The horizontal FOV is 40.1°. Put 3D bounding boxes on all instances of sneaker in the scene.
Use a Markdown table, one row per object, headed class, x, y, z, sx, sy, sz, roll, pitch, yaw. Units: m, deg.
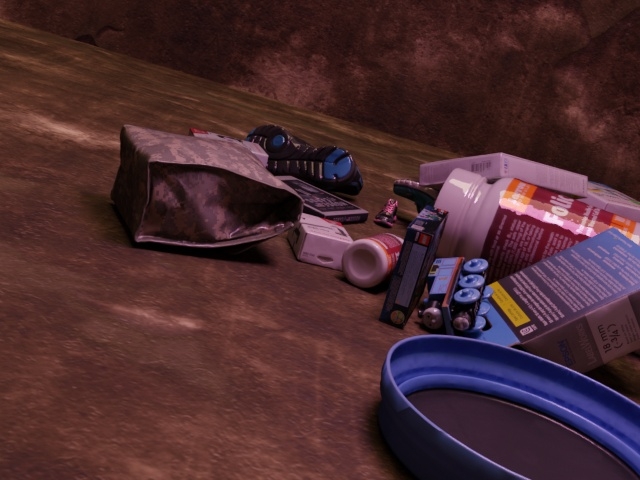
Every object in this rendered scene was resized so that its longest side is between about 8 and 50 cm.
| class | x | y | z | sx | sy | sz | roll | pitch | yaw |
| --- | --- | --- | --- | --- | --- | --- | --- | --- | --- |
| sneaker | 0.268 | -0.066 | 2.050 | 0.275 | 0.110 | 0.107 | 34 | 13 | 37 |
| sneaker | 0.158 | -0.068 | 2.042 | 0.047 | 0.057 | 0.119 | 21 | 16 | 6 |
| sneaker | -0.049 | -0.186 | 2.188 | 0.341 | 0.125 | 0.139 | 23 | -11 | 30 |

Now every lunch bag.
| class | x | y | z | sx | sy | sz | roll | pitch | yaw |
| --- | --- | --- | --- | --- | --- | --- | --- | --- | --- |
| lunch bag | -0.192 | -0.085 | 1.502 | 0.287 | 0.169 | 0.235 | 5 | 19 | -26 |

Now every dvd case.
| class | x | y | z | sx | sy | sz | roll | pitch | yaw |
| --- | --- | --- | --- | --- | --- | --- | --- | --- | --- |
| dvd case | -0.034 | -0.092 | 1.969 | 0.238 | 0.030 | 0.179 | 26 | 18 | 30 |

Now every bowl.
| class | x | y | z | sx | sy | sz | roll | pitch | yaw |
| --- | --- | --- | --- | --- | --- | --- | --- | --- | --- |
| bowl | 0.250 | 0.232 | 1.032 | 0.391 | 0.077 | 0.391 | 16 | 15 | -4 |

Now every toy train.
| class | x | y | z | sx | sy | sz | roll | pitch | yaw |
| --- | --- | --- | --- | --- | --- | --- | --- | --- | --- |
| toy train | 0.224 | 0.093 | 1.450 | 0.105 | 0.080 | 0.184 | -6 | 26 | 22 |

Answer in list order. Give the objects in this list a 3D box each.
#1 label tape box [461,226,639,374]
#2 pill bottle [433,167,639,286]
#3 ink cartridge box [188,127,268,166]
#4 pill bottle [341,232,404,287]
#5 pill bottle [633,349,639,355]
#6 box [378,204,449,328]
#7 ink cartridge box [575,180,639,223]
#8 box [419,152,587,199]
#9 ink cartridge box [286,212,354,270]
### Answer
| class | x | y | z | sx | sy | sz | roll | pitch | yaw |
| --- | --- | --- | --- | --- | --- | --- | --- | --- | --- |
| label tape box | 0.400 | 0.120 | 1.460 | 0.333 | 0.106 | 0.240 | -25 | 18 | 3 |
| pill bottle | 0.421 | 0.007 | 1.741 | 0.392 | 0.224 | 0.224 | 22 | 16 | 16 |
| ink cartridge box | -0.223 | -0.200 | 2.059 | 0.175 | 0.072 | 0.127 | 11 | 16 | -20 |
| pill bottle | 0.105 | 0.032 | 1.566 | 0.086 | 0.086 | 0.152 | 23 | 17 | 22 |
| pill bottle | 0.652 | 0.104 | 1.666 | 0.130 | 0.130 | 0.246 | 22 | 41 | 16 |
| box | 0.160 | 0.037 | 1.467 | 0.044 | 0.159 | 0.233 | 18 | 15 | 11 |
| ink cartridge box | 0.689 | -0.031 | 2.222 | 0.198 | 0.197 | 0.270 | 10 | 17 | -23 |
| box | 0.415 | -0.134 | 1.978 | 0.322 | 0.058 | 0.232 | 10 | -8 | -40 |
| ink cartridge box | 0.000 | 0.000 | 1.621 | 0.099 | 0.056 | 0.135 | 14 | 15 | -16 |
